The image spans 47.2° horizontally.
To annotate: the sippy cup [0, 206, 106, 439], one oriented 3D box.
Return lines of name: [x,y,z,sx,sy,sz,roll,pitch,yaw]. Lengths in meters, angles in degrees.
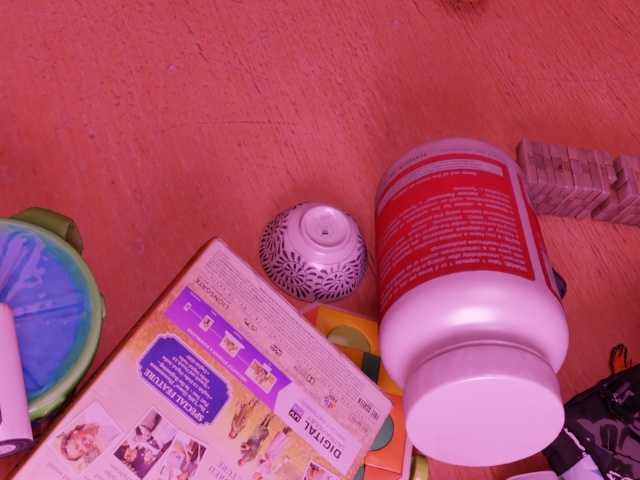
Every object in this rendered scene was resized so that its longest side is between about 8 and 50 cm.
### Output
sippy cup: [-0.364,0.127,0.820,0.305,0.224,0.240,-31,74,-29]

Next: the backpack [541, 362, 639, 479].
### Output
backpack: [0.460,0.337,0.865,0.290,0.274,0.355,-21,49,-24]

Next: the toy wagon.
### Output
toy wagon: [0.012,0.252,0.942,0.267,0.068,0.345,16,57,-5]

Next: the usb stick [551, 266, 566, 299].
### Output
usb stick: [0.278,0.131,1.100,0.077,0.045,0.278,42,58,12]

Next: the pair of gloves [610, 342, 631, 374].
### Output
pair of gloves: [0.487,0.202,1.136,0.083,0.010,0.074,25,55,-3]

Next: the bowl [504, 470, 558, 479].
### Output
bowl: [0.298,0.378,0.954,0.142,0.053,0.142,1,60,-16]

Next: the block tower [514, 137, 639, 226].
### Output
block tower: [0.484,-0.092,1.262,0.335,0.097,0.091,8,58,-13]

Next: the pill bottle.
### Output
pill bottle: [0.186,0.067,0.948,0.228,0.229,0.408,12,41,-8]

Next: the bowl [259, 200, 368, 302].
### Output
bowl: [0.000,0.000,1.081,0.170,0.080,0.170,7,59,-12]

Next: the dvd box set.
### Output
dvd box set: [-0.129,0.246,0.773,0.307,0.062,0.420,43,56,-12]

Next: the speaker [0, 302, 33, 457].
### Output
speaker: [-0.302,0.127,0.673,0.055,0.055,0.136,-10,64,-20]
